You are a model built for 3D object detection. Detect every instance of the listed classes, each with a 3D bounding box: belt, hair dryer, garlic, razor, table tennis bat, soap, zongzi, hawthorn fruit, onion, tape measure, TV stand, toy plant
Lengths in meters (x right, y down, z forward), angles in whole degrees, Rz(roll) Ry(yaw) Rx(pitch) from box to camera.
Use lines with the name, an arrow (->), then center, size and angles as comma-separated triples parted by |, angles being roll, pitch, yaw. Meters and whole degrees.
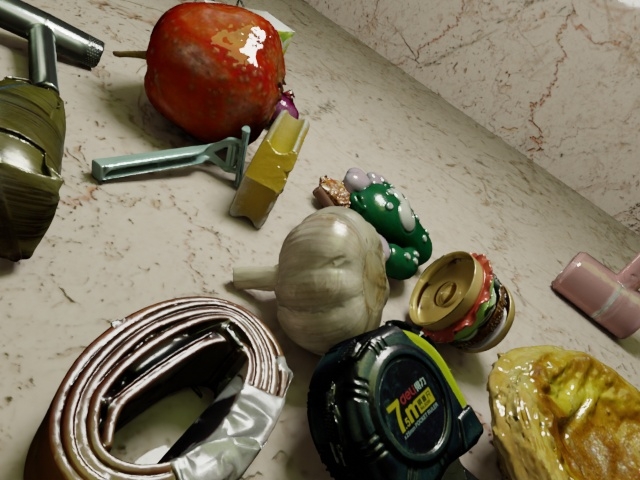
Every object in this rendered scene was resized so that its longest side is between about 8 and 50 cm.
belt -> -0.139, 0.158, 0.503 | 0.184, 0.105, 0.261 | 41, 29, 12
hair dryer -> -0.525, -0.364, 0.895 | 0.320, 0.156, 0.284 | 22, 19, -35
garlic -> -0.020, 0.057, 0.741 | 0.212, 0.219, 0.218 | -1, 21, 21
razor -> -0.242, -0.135, 0.890 | 0.277, 0.111, 0.056 | -13, 39, -41
hair dryer -> 0.755, 0.047, 1.278 | 0.210, 0.352, 0.125 | 41, 29, 18
table tennis bat -> 0.000, 0.000, 0.980 | 0.170, 0.119, 0.107 | 53, 4, -20
soap -> -0.088, -0.138, 0.971 | 0.073, 0.140, 0.232 | 24, 30, -7
zongzi -> -0.456, -0.124, 0.604 | 0.300, 0.138, 0.286 | 11, 33, -30
hawthorn fruit -> -0.230, -0.323, 1.023 | 0.330, 0.287, 0.287 | 12, 32, -7
onion -> -0.098, -0.322, 1.284 | 0.115, 0.104, 0.115 | 39, -7, 5
tape measure -> 0.076, 0.189, 0.598 | 0.199, 0.112, 0.186 | -25, 89, -45
TV stand -> 0.155, 0.224, 0.743 | 0.040, 0.049, 0.256 | 20, 31, -24
toy plant -> 0.126, -0.034, 1.012 | 0.243, 0.112, 0.233 | 1, 60, -61

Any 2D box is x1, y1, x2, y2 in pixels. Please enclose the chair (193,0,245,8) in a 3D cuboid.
chair -> -0.255, -0.578, 1.484 | 0.140, 0.145, 0.221 | -4, 46, -46

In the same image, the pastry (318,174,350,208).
pastry -> 0.061, -0.083, 1.116 | 0.169, 0.063, 0.087 | 8, 39, -30

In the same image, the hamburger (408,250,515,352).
hamburger -> 0.246, 0.110, 0.894 | 0.137, 0.175, 0.175 | 34, 27, -22

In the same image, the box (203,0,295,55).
box -> -0.201, -0.453, 1.289 | 0.111, 0.194, 0.260 | 38, 30, 11

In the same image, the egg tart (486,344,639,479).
egg tart -> 0.350, 0.298, 0.717 | 0.351, 0.150, 0.352 | 21, 36, -16
